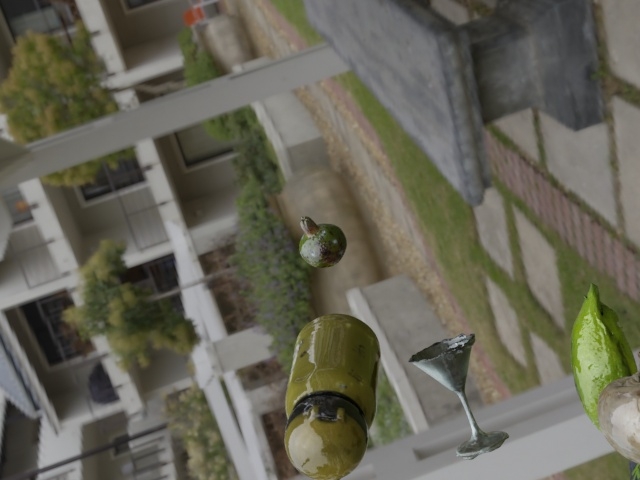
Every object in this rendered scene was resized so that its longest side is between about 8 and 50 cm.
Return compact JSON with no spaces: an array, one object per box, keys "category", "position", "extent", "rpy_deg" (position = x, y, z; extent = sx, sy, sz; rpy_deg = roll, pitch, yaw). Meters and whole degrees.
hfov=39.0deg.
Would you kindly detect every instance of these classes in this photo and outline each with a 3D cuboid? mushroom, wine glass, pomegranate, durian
[{"category":"mushroom","position":[0.379,0.176,0.963],"extent":[0.166,0.166,0.127],"rpy_deg":[-156,51,-83]},{"category":"wine glass","position":[0.294,0.324,1.878],"extent":[0.156,0.156,0.232],"rpy_deg":[161,87,-85]},{"category":"pomegranate","position":[0.004,0.001,1.357],"extent":[0.084,0.073,0.073],"rpy_deg":[81,169,-46]},{"category":"durian","position":[0.464,0.204,1.486],"extent":[0.139,0.101,0.250],"rpy_deg":[-67,-39,-69]}]

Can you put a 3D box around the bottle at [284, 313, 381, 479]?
[{"category":"bottle","position":[0.017,0.287,1.619],"extent":[0.351,0.171,0.171],"rpy_deg":[-75,-29,-64]}]

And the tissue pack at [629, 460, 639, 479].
[{"category":"tissue pack","position":[0.627,0.416,1.602],"extent":[0.073,0.173,0.235],"rpy_deg":[35,-151,1]}]
